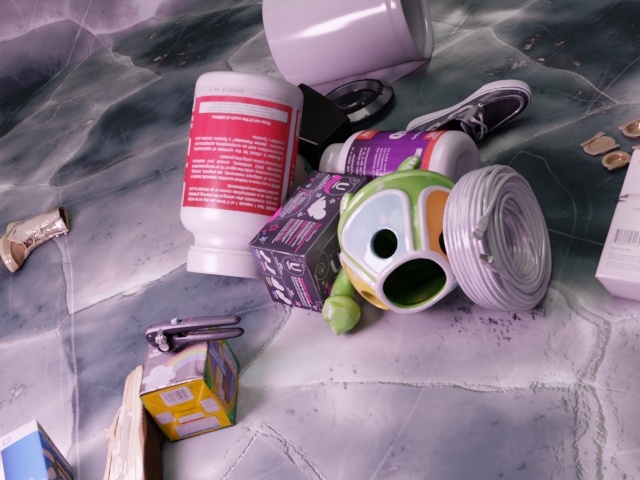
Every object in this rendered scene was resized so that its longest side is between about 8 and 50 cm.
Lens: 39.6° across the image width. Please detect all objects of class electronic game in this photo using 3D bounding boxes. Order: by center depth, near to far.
[{"bbox_3d":[0.083,-0.356,2.330,0.229,0.048,0.229,-18,33,12],"label":"electronic game"}]

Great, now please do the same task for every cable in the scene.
[{"bbox_3d":[0.309,0.000,1.526,0.089,0.257,0.257,-14,40,36],"label":"cable"}]

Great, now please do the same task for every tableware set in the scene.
[{"bbox_3d":[0.620,-0.192,1.806,0.141,0.020,0.169,-21,33,3],"label":"tableware set"}]

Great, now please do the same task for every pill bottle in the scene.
[{"bbox_3d":[-0.168,-0.129,1.850,0.229,0.229,0.408,5,86,35],"label":"pill bottle"},{"bbox_3d":[0.161,-0.141,1.867,0.323,0.181,0.181,6,43,36],"label":"pill bottle"}]

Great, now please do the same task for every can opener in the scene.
[{"bbox_3d":[-0.223,0.156,1.562,0.186,0.059,0.073,-10,35,20],"label":"can opener"}]

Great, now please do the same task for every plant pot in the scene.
[{"bbox_3d":[-0.022,-0.235,2.120,0.167,0.188,0.187,23,54,33],"label":"plant pot"}]

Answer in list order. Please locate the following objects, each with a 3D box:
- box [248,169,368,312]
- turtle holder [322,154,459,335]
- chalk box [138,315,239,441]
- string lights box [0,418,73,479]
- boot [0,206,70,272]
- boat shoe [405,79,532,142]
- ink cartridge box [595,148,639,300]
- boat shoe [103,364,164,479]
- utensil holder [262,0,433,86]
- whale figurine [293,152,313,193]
[{"bbox_3d":[0.000,0.000,1.787,0.142,0.163,0.247,11,47,35],"label":"box"},{"bbox_3d":[0.128,0.021,1.609,0.320,0.243,0.227,-16,35,10],"label":"turtle holder"},{"bbox_3d":[-0.235,0.237,1.633,0.132,0.132,0.213,-17,33,11],"label":"chalk box"},{"bbox_3d":[-0.463,0.436,1.491,0.076,0.133,0.260,-29,34,-9],"label":"string lights box"},{"bbox_3d":[-0.745,-0.009,2.329,0.165,0.077,0.213,-20,31,2],"label":"boot"},{"bbox_3d":[0.336,-0.264,2.001,0.301,0.108,0.102,-19,34,12],"label":"boat shoe"},{"bbox_3d":[0.573,-0.020,1.445,0.172,0.100,0.237,10,73,40],"label":"ink cartridge box"},{"bbox_3d":[-0.337,0.345,1.570,0.098,0.109,0.302,-19,39,5],"label":"boat shoe"},{"bbox_3d":[0.078,-0.612,2.446,0.385,0.328,0.328,-11,36,23],"label":"utensil holder"},{"bbox_3d":[-0.126,-0.100,2.045,0.272,0.141,0.216,-29,68,29],"label":"whale figurine"}]
